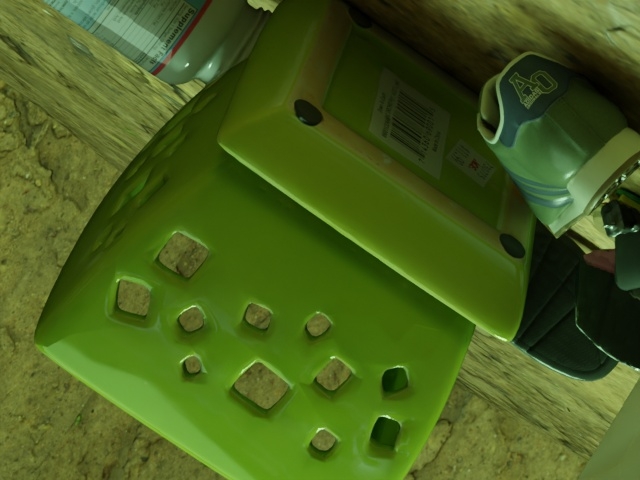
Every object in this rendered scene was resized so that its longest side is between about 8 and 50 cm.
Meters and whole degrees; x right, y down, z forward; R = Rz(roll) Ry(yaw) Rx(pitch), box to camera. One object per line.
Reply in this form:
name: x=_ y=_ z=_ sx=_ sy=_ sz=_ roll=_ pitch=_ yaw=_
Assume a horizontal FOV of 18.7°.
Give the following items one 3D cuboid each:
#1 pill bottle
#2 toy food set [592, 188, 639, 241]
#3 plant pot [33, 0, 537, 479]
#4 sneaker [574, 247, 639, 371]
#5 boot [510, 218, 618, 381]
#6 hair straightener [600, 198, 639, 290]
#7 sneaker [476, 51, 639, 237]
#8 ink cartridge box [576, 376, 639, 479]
pill bottle: x=-0.104 y=-0.155 z=1.229 sx=0.160 sy=0.087 sz=0.087 roll=34 pitch=175 yaw=-12
toy food set: x=0.203 y=-0.002 z=1.182 sx=0.083 sy=0.020 sz=0.082 roll=33 pitch=174 yaw=-1
plant pot: x=0.000 y=0.000 z=1.130 sx=0.227 sy=0.207 sz=0.228 roll=35 pitch=-150 yaw=-9
sneaker: x=0.234 y=0.055 z=1.153 sx=0.178 sy=0.072 sz=0.077 roll=20 pitch=-179 yaw=8
boot: x=0.122 y=0.013 z=1.464 sx=0.236 sy=0.085 sz=0.178 roll=39 pitch=177 yaw=-1
hair straightener: x=0.189 y=0.004 z=0.998 sx=0.089 sy=0.047 sz=0.230 roll=3 pitch=179 yaw=-8
sneaker: x=0.121 y=-0.056 z=1.006 sx=0.086 sy=0.064 sz=0.192 roll=46 pitch=179 yaw=4
ink cartridge box: x=0.357 y=0.229 z=1.765 sx=0.231 sy=0.134 sz=0.078 roll=35 pitch=174 yaw=-31
